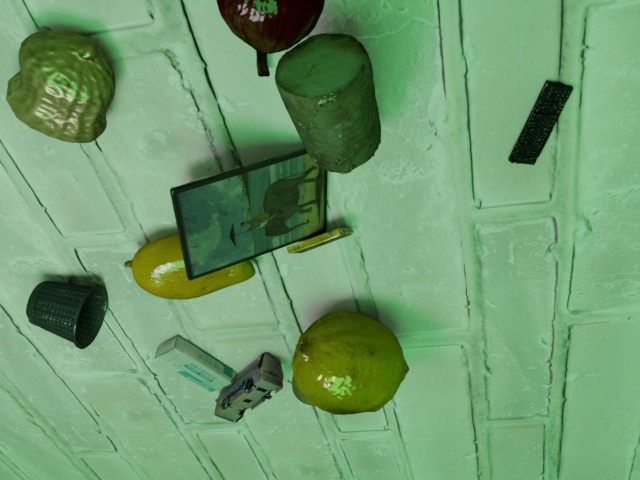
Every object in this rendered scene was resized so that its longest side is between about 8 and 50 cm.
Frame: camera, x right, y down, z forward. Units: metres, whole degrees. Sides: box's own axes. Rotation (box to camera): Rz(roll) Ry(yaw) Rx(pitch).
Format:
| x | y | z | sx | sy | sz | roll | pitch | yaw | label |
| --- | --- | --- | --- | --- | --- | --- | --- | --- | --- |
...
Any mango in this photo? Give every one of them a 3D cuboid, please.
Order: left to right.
| x | y | z | sx | sy | sz | roll | pitch | yaw | label |
| --- | --- | --- | --- | --- | --- | --- | --- | --- | --- |
| -0.317 | 0.067 | 1.632 | 0.316 | 0.119 | 0.176 | -2 | 127 | 0 | mango |

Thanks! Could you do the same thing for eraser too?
| x | y | z | sx | sy | sz | roll | pitch | yaw | label |
| --- | --- | --- | --- | --- | --- | --- | --- | --- | --- |
| -0.369 | 0.367 | 1.979 | 0.095 | 0.052 | 0.225 | -28 | 127 | 32 | eraser |

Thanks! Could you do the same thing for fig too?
| x | y | z | sx | sy | sz | roll | pitch | yaw | label |
| --- | --- | --- | --- | --- | --- | --- | --- | --- | --- |
| -0.066 | -0.384 | 1.144 | 0.190 | 0.191 | 0.290 | -6 | 151 | 12 | fig |

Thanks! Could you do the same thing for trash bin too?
| x | y | z | sx | sy | sz | roll | pitch | yaw | label |
| --- | --- | --- | --- | --- | --- | --- | --- | --- | --- |
| -0.670 | 0.182 | 1.762 | 0.161 | 0.175 | 0.175 | 14 | 135 | 8 | trash bin |

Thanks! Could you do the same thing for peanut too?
| x | y | z | sx | sy | sz | roll | pitch | yaw | label |
| --- | --- | --- | --- | --- | --- | --- | --- | --- | --- |
| -0.495 | -0.296 | 1.296 | 0.196 | 0.110 | 0.233 | 24 | 134 | -17 | peanut |

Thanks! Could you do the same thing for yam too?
| x | y | z | sx | sy | sz | roll | pitch | yaw | label |
| --- | --- | --- | --- | --- | --- | --- | --- | --- | --- |
| 0.022 | -0.244 | 1.188 | 0.168 | 0.168 | 0.304 | -3 | 162 | 9 | yam |

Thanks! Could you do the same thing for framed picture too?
| x | y | z | sx | sy | sz | roll | pitch | yaw | label |
| --- | --- | --- | --- | --- | --- | --- | --- | --- | --- |
| -0.139 | -0.059 | 1.439 | 0.347 | 0.016 | 0.265 | -19 | 138 | -20 | framed picture |

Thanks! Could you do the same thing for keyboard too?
| x | y | z | sx | sy | sz | roll | pitch | yaw | label |
| --- | --- | --- | --- | --- | --- | --- | --- | --- | --- |
| 0.436 | -0.228 | 1.336 | 0.060 | 0.018 | 0.195 | 8 | 135 | -6 | keyboard |

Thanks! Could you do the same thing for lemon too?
| x | y | z | sx | sy | sz | roll | pitch | yaw | label |
| --- | --- | --- | --- | --- | --- | --- | --- | --- | --- |
| 0.079 | 0.322 | 1.743 | 0.321 | 0.268 | 0.268 | 22 | 133 | -22 | lemon |

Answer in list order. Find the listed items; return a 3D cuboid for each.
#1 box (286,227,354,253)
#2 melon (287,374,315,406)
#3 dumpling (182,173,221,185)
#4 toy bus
| x | y | z | sx | sy | sz | roll | pitch | yaw | label |
| --- | --- | --- | --- | --- | --- | --- | --- | --- | --- |
| 0.000 | 0.000 | 1.571 | 0.149 | 0.020 | 0.073 | -20 | 173 | 23 | box |
| -0.003 | 0.406 | 1.922 | 0.192 | 0.139 | 0.139 | -3 | 134 | 11 | melon |
| -0.193 | -0.060 | 1.488 | 0.179 | 0.131 | 0.252 | -31 | 128 | 22 | dumpling |
| -0.213 | 0.441 | 1.992 | 0.090 | 0.112 | 0.274 | 29 | 131 | -24 | toy bus |
